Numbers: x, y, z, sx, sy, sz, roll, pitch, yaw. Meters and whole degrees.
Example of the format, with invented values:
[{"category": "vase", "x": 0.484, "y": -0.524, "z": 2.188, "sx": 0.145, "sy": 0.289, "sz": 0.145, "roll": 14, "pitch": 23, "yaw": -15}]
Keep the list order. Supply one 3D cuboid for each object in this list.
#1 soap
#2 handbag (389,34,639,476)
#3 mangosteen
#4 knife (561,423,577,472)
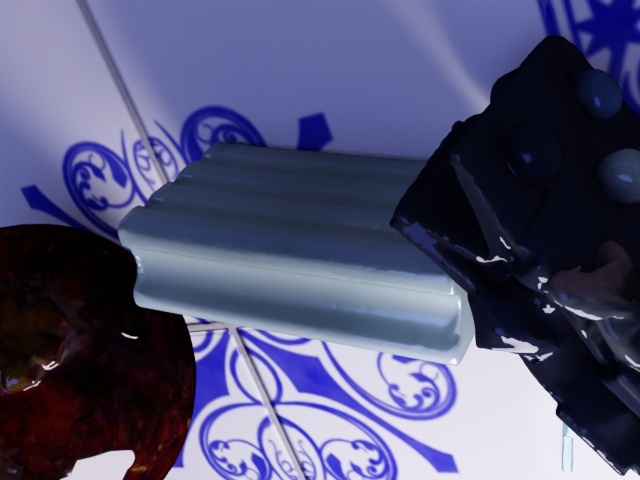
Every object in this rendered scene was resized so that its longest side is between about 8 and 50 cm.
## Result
[{"category": "soap", "x": 0.000, "y": 0.000, "z": 0.642, "sx": 0.265, "sy": 0.160, "sz": 0.088, "roll": 8, "pitch": 122, "yaw": 23}, {"category": "handbag", "x": 0.205, "y": 0.038, "z": 0.487, "sx": 0.325, "sy": 0.269, "sz": 0.118, "roll": 42, "pitch": 128, "yaw": -1}, {"category": "mangosteen", "x": -0.273, "y": 0.152, "z": 0.807, "sx": 0.306, "sy": 0.306, "sz": 0.359, "roll": 31, "pitch": 151, "yaw": 8}, {"category": "knife", "x": 0.219, "y": 0.169, "z": 0.729, "sx": 0.014, "sy": 0.005, "sz": 0.091, "roll": 7, "pitch": 121, "yaw": 26}]
